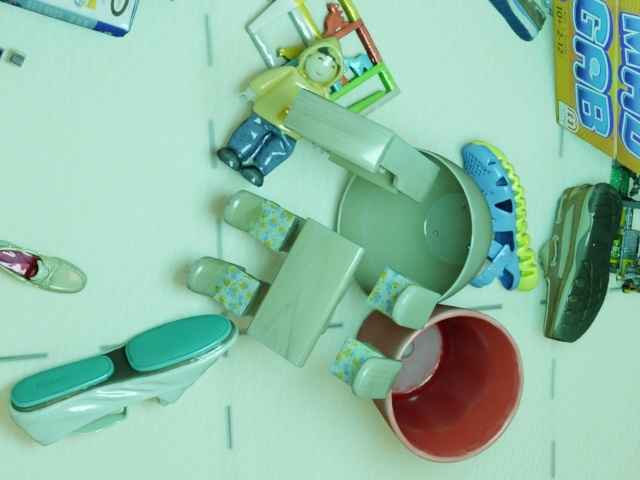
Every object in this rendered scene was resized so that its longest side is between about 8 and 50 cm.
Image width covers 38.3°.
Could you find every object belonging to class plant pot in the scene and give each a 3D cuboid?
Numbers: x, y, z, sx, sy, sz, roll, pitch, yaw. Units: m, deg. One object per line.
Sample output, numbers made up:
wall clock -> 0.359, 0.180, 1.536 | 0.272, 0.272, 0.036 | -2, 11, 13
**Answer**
plant pot -> 0.198, -0.022, 1.664 | 0.191, 0.284, 0.284 | -2, 100, -51
plant pot -> 0.194, 0.229, 1.678 | 0.275, 0.243, 0.275 | -4, 102, -19

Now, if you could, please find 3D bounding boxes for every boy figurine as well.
boy figurine -> -0.048, -0.224, 1.591 | 0.177, 0.092, 0.285 | 40, 98, -9

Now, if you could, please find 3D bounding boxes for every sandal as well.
sandal -> 0.319, -0.033, 1.760 | 0.138, 0.126, 0.317 | -19, 102, -12

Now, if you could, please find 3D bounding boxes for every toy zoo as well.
toy zoo -> -0.003, -0.341, 1.650 | 0.192, 0.030, 0.293 | -34, 107, -11

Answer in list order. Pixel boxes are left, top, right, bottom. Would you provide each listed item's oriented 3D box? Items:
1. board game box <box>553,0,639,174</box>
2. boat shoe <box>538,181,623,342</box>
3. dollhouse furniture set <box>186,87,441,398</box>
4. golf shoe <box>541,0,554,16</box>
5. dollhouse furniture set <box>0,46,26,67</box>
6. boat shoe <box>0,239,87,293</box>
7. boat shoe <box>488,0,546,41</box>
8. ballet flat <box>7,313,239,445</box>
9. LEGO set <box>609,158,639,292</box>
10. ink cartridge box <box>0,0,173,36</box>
board game box -> 0.670, -0.356, 1.651 | 0.357, 0.356, 0.356 | -24, 128, -14
boat shoe -> 0.501, 0.041, 1.833 | 0.123, 0.120, 0.324 | 22, 83, -39
dollhouse furniture set -> 0.000, 0.000, 1.468 | 0.394, 0.362, 0.256 | -62, 153, 3
golf shoe -> 0.513, -0.436, 1.788 | 0.176, 0.086, 0.069 | 28, 86, -22
dollhouse furniture set -> -0.529, -0.263, 1.452 | 0.091, 0.081, 0.114 | 25, 89, -20
boat shoe -> -0.469, 0.050, 1.528 | 0.170, 0.059, 0.063 | 20, 90, -20
boat shoe -> 0.363, -0.466, 1.748 | 0.066, 0.066, 0.183 | -49, 119, -12
ballet flat -> -0.325, 0.243, 1.582 | 0.400, 0.139, 0.139 | -19, 103, -11
LEGO set -> 0.716, -0.037, 1.854 | 0.255, 0.192, 0.331 | 10, 94, -20
ink cartridge box -> -0.400, -0.484, 1.430 | 0.395, 0.151, 0.270 | 15, 93, -19
